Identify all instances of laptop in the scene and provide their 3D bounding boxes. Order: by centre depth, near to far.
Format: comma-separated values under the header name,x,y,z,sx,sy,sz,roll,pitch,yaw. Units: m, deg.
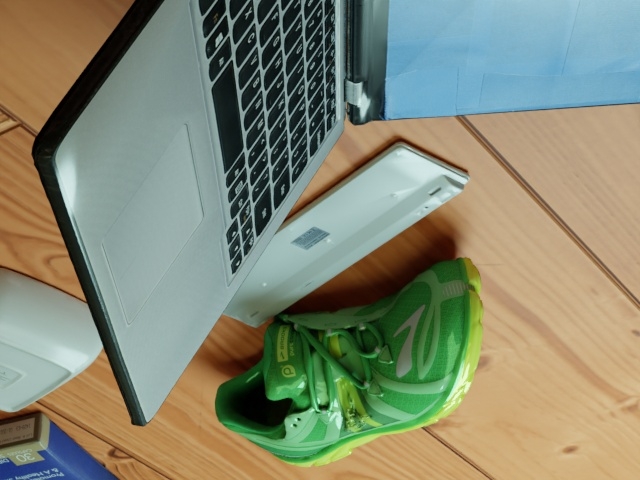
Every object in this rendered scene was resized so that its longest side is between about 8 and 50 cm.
name,x,y,z,sx,sy,sz,roll,pitch,yaw
laptop,0.076,-0.071,0.921,0.236,0.408,0.382,28,159,13

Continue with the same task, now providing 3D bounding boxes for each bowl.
name,x,y,z,sx,sy,sz,roll,pitch,yaw
bowl,-0.257,0.087,1.336,0.142,0.053,0.142,-31,135,34

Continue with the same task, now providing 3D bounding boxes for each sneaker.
name,x,y,z,sx,sy,sz,roll,pitch,yaw
sneaker,0.020,0.104,1.328,0.123,0.109,0.295,17,142,-33

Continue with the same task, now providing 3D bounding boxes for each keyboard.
name,x,y,z,sx,sy,sz,roll,pitch,yaw
keyboard,0.000,0.000,1.262,0.072,0.014,0.256,28,135,-30

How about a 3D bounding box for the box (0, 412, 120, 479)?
name,x,y,z,sx,sy,sz,roll,pitch,yaw
box,-0.267,0.236,1.574,0.136,0.036,0.225,-14,146,17
